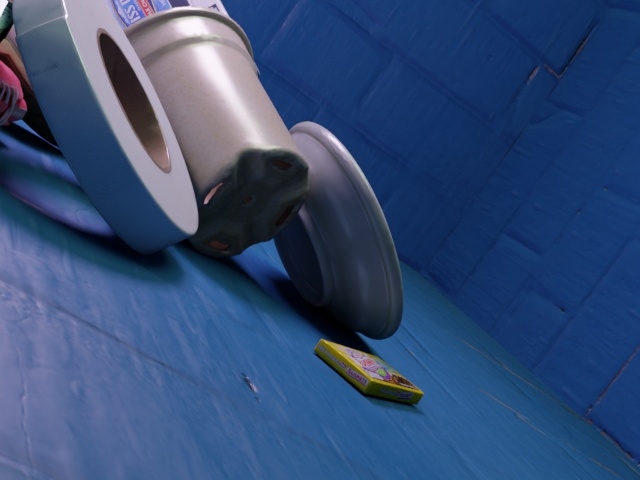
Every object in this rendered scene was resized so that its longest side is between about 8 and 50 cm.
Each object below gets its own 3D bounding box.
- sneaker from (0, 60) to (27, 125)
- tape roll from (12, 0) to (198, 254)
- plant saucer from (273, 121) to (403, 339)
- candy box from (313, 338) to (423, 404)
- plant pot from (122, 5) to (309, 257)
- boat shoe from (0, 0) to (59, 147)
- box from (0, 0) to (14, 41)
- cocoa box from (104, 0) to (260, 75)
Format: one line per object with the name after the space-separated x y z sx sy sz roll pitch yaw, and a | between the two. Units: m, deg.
-0.443 -0.205 1.425 0.136 0.116 0.314 34 5 -27 | sneaker
-0.274 -0.169 1.411 0.392 0.072 0.392 -23 90 -86 | tape roll
0.000 0.000 1.845 0.400 0.100 0.400 53 -24 35 | plant saucer
0.075 0.197 1.598 0.105 0.027 0.206 34 4 28 | candy box
-0.182 -0.152 1.734 0.305 0.334 0.334 51 13 32 | plant pot
-0.430 -0.268 1.596 0.113 0.103 0.302 16 -33 34 | boat shoe
-0.489 -0.249 1.182 0.232 0.058 0.322 33 30 -15 | box
-0.324 -0.482 2.402 0.347 0.228 0.231 61 2 2 | cocoa box
